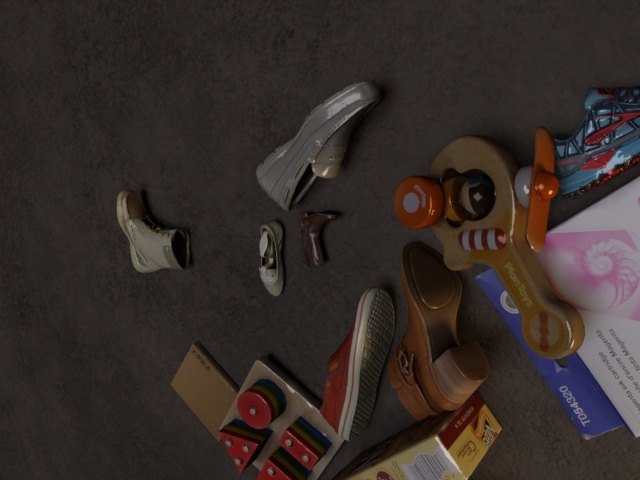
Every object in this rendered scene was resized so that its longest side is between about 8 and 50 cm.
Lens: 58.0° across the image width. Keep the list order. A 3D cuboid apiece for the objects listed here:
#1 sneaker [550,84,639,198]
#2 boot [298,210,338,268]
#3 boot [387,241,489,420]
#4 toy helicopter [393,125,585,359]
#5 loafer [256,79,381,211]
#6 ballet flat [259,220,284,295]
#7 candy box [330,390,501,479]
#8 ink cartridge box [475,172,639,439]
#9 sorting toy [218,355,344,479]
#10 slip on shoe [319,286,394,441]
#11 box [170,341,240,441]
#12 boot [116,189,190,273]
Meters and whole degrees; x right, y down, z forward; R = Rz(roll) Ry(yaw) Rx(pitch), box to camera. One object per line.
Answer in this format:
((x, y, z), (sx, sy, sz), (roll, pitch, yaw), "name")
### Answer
((0.417, -0.170, 0.787), (0.262, 0.104, 0.125), (-37, 77, 34), "sneaker")
((0.000, 0.000, 1.147), (0.106, 0.037, 0.114), (1, 98, 47), "boot")
((0.181, 0.167, 1.033), (0.283, 0.109, 0.220), (65, 152, 26), "boot")
((0.279, -0.003, 0.839), (0.235, 0.140, 0.355), (-44, 62, 41), "toy helicopter")
((0.005, -0.170, 1.069), (0.319, 0.112, 0.111), (-39, 83, 42), "loafer")
((-0.110, 0.041, 1.222), (0.057, 0.052, 0.168), (8, 105, 32), "ballet flat")
((0.154, 0.404, 1.044), (0.316, 0.183, 0.087), (-41, 76, 33), "candy box")
((0.441, 0.114, 0.857), (0.330, 0.071, 0.324), (-40, 78, 32), "ink cartridge box")
((-0.105, 0.436, 1.272), (0.255, 0.089, 0.257), (37, 119, 16), "sorting toy")
((0.062, 0.234, 1.115), (0.101, 0.123, 0.331), (26, 119, 31), "slip on shoe")
((-0.278, 0.375, 1.430), (0.201, 0.021, 0.164), (43, 121, 18), "box")
((-0.398, -0.026, 1.388), (0.165, 0.077, 0.213), (-4, 103, 35), "boot")
